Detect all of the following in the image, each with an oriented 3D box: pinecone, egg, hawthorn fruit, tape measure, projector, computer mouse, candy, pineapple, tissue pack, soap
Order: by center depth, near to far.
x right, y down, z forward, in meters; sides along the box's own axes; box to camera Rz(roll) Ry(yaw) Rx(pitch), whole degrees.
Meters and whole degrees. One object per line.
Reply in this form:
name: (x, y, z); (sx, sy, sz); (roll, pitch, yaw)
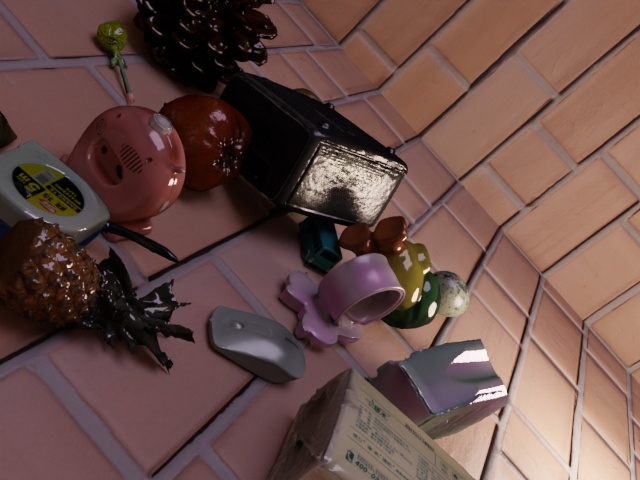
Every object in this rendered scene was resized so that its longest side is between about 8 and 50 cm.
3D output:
pineapple: (-0.362, 0.094, 1.237); (0.365, 0.166, 0.165); (34, 27, -44)
tape measure: (-0.433, -0.022, 1.304); (0.351, 0.098, 0.215); (38, 25, -3)
tissue pack: (0.106, 0.460, 1.348); (0.380, 0.207, 0.297); (44, 27, -7)
computer mouse: (-0.123, 0.205, 1.515); (0.231, 0.079, 0.127); (31, 28, -25)
soap: (0.264, 0.348, 1.692); (0.446, 0.261, 0.156); (9, 48, -54)
hawthorn fruit: (-0.293, -0.243, 1.747); (0.261, 0.224, 0.224); (33, 17, 28)
candy: (-0.502, -0.443, 1.870); (0.077, 0.073, 0.262); (-2, 59, -35)
projector: (-0.039, -0.239, 1.970); (0.405, 0.242, 0.395); (13, 24, -48)
pinecone: (-0.301, -0.617, 2.104); (0.398, 0.398, 0.397); (36, 28, -23)
egg: (0.389, 0.167, 2.293); (0.172, 0.132, 0.132); (45, 23, -35)

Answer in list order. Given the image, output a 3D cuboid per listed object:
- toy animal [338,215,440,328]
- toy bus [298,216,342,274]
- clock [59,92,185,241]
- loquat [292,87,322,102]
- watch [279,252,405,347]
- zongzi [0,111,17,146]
toy animal: (0.193, 0.108, 1.954); (0.338, 0.216, 0.191); (58, 28, -37)
toy bus: (0.000, 0.000, 1.971); (0.079, 0.092, 0.160); (31, 30, -33)
clock: (-0.372, -0.149, 1.438); (0.227, 0.241, 0.142); (55, 29, 13)
loquat: (-0.067, -0.376, 2.313); (0.179, 0.179, 0.227); (42, 30, -12)
watch: (0.063, 0.120, 1.753); (0.248, 0.217, 0.210); (13, 42, -51)
zongzi: (-0.670, -0.222, 1.258); (0.274, 0.145, 0.300); (25, 4, -13)
